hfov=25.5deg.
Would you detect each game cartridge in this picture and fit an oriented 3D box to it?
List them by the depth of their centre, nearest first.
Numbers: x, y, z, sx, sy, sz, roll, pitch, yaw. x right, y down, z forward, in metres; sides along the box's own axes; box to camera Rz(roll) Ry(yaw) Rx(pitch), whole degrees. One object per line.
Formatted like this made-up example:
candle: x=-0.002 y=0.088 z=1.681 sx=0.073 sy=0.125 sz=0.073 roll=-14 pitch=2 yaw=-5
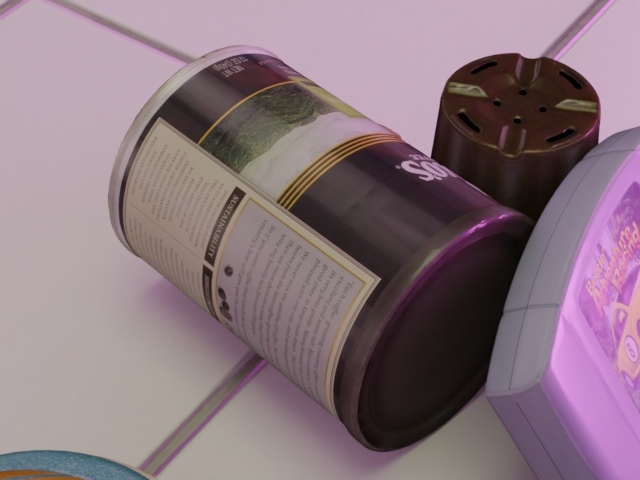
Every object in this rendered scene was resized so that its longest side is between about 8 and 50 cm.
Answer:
game cartridge: x=0.218 y=0.056 z=1.032 sx=0.060 sy=0.196 sz=0.294 roll=-15 pitch=31 yaw=42

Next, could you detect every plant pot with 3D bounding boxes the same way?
plant pot: x=0.156 y=-0.051 z=1.156 sx=0.167 sy=0.165 sz=0.167 roll=0 pitch=46 yaw=0

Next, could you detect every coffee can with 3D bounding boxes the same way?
coffee can: x=0.000 y=0.000 z=1.079 sx=0.201 sy=0.201 sz=0.275 roll=-34 pitch=54 yaw=-29

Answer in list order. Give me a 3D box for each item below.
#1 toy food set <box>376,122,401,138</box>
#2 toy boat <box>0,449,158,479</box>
toy food set: x=0.039 y=-0.080 z=1.287 sx=0.083 sy=0.020 sz=0.082 roll=-17 pitch=47 yaw=-15
toy boat: x=-0.178 y=0.251 z=0.865 sx=0.267 sy=0.148 sz=0.318 roll=-22 pitch=48 yaw=-21
